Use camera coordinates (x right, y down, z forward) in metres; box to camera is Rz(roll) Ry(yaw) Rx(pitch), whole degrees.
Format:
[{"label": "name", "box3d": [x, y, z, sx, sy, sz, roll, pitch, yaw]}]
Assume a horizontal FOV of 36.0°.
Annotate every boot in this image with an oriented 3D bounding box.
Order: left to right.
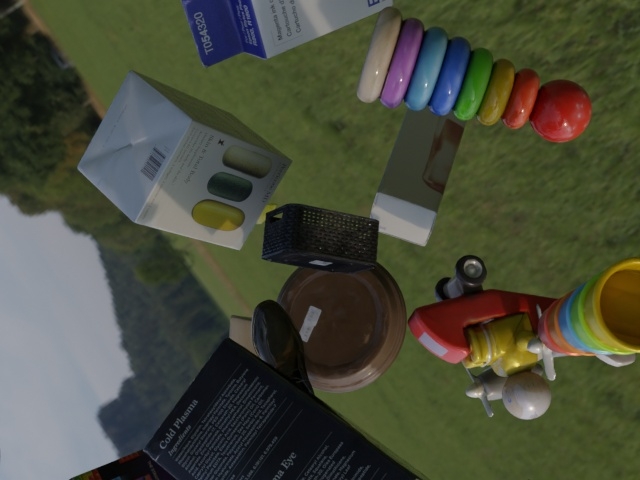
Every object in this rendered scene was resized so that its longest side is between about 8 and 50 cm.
[{"label": "boot", "box3d": [-0.046, 0.202, 1.564, 0.106, 0.082, 0.219, 38, 149, 59]}]

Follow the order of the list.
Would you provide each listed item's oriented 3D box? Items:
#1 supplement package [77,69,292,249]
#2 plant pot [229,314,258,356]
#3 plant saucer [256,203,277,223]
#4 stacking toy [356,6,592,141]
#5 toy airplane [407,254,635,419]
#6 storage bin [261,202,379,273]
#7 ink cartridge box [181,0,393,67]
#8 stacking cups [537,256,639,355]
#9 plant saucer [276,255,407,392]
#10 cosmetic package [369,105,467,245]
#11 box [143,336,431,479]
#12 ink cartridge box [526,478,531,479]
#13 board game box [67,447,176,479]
[{"label": "supplement package", "box3d": [-0.233, -0.134, 1.719, 0.198, 0.199, 0.263, 39, -167, 36]}, {"label": "plant pot", "box3d": [-0.127, 0.216, 2.075, 0.109, 0.096, 0.109, 20, -107, -69]}, {"label": "plant saucer", "box3d": [-0.221, -0.055, 2.225, 0.188, 0.188, 0.045, -4, 88, 57]}, {"label": "stacking toy", "box3d": [0.225, -0.222, 1.408, 0.330, 0.141, 0.141, 17, 174, 0]}, {"label": "toy airplane", "box3d": [0.398, 0.197, 1.801, 0.386, 0.384, 0.272, 36, -129, -49]}, {"label": "storage bin", "box3d": [0.000, 0.000, 1.708, 0.180, 0.084, 0.122, 12, 166, -25]}, {"label": "ink cartridge box", "box3d": [-0.067, -0.454, 1.506, 0.071, 0.330, 0.324, 46, 158, 50]}, {"label": "stacking cups", "box3d": [0.305, 0.094, 1.102, 0.096, 0.096, 0.316, 53, 171, 9]}, {"label": "plant saucer", "box3d": [0.030, 0.155, 1.909, 0.278, 0.278, 0.041, 52, -170, 21]}, {"label": "cosmetic package", "box3d": [0.208, -0.159, 2.033, 0.129, 0.296, 0.153, 19, 153, 5]}, {"label": "box", "box3d": [0.007, 0.317, 1.251, 0.312, 0.179, 0.343, 31, 171, 32]}, {"label": "ink cartridge box", "box3d": [0.250, 0.337, 1.117, 0.090, 0.092, 0.143, 20, -179, 23]}, {"label": "board game box", "box3d": [-0.237, 0.366, 1.275, 0.048, 0.141, 0.170, -40, 73, 44]}]
